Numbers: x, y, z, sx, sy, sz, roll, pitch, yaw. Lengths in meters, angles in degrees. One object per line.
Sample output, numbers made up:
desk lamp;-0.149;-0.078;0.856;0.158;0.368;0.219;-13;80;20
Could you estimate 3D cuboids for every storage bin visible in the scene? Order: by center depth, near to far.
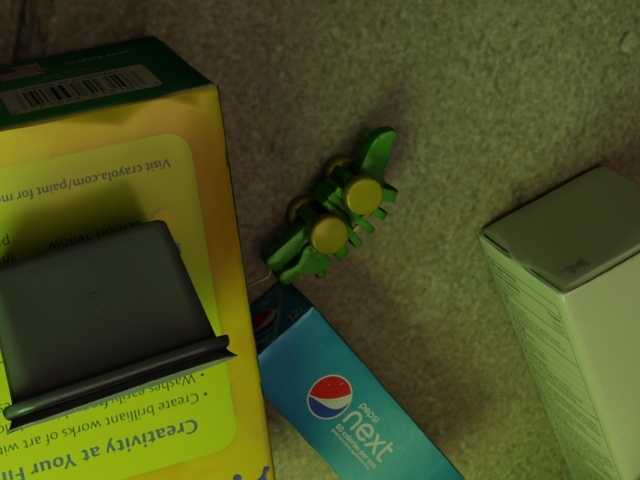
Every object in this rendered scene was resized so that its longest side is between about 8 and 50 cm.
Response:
storage bin;-0.129;0.048;0.904;0.135;0.098;0.091;-17;85;-14

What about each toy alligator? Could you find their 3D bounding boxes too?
toy alligator;0.000;0.000;1.131;0.051;0.056;0.189;41;91;-28

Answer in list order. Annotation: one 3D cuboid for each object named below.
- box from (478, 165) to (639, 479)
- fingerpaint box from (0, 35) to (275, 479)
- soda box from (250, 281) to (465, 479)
box;0.248;0.114;1.219;0.121;0.148;0.311;-28;118;-9
fingerpaint box;-0.271;0.099;1.003;0.445;0.163;0.371;-14;112;-15
soda box;0.018;0.129;1.179;0.071;0.067;0.210;-42;118;-3
